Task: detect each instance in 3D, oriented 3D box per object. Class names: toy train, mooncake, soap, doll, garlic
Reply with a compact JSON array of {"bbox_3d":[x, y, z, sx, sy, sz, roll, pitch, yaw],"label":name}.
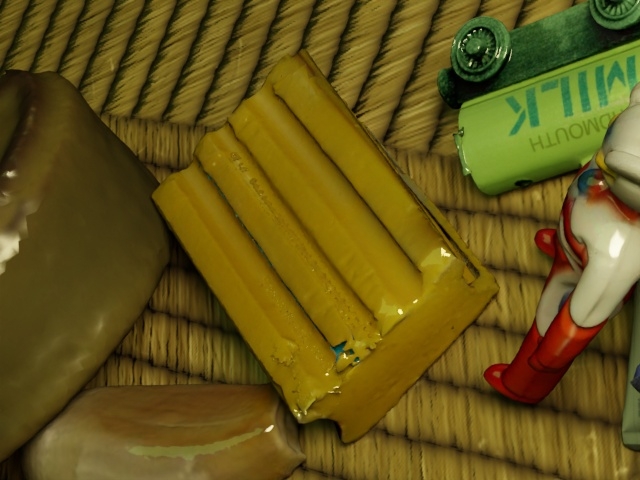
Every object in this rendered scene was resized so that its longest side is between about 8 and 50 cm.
[{"bbox_3d":[0.213,-0.126,1.360,0.253,0.105,0.157,-17,72,31],"label":"toy train"},{"bbox_3d":[-0.336,0.036,1.595,0.393,0.246,0.394,-7,45,53],"label":"mooncake"},{"bbox_3d":[0.000,0.000,1.457,0.204,0.096,0.324,-46,48,11],"label":"soap"},{"bbox_3d":[0.199,-0.003,1.144,0.384,0.099,0.188,117,176,-66],"label":"doll"},{"bbox_3d":[-0.157,0.196,1.491,0.318,0.112,0.143,-9,59,24],"label":"garlic"}]

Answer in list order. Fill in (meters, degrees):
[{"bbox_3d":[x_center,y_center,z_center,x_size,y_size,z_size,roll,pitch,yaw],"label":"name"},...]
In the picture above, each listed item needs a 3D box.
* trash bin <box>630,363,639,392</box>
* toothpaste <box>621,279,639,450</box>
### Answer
[{"bbox_3d":[0.334,0.043,1.131,0.184,0.162,0.234,-5,58,38],"label":"trash bin"},{"bbox_3d":[0.265,0.024,1.250,0.069,0.047,0.268,2,80,5],"label":"toothpaste"}]
